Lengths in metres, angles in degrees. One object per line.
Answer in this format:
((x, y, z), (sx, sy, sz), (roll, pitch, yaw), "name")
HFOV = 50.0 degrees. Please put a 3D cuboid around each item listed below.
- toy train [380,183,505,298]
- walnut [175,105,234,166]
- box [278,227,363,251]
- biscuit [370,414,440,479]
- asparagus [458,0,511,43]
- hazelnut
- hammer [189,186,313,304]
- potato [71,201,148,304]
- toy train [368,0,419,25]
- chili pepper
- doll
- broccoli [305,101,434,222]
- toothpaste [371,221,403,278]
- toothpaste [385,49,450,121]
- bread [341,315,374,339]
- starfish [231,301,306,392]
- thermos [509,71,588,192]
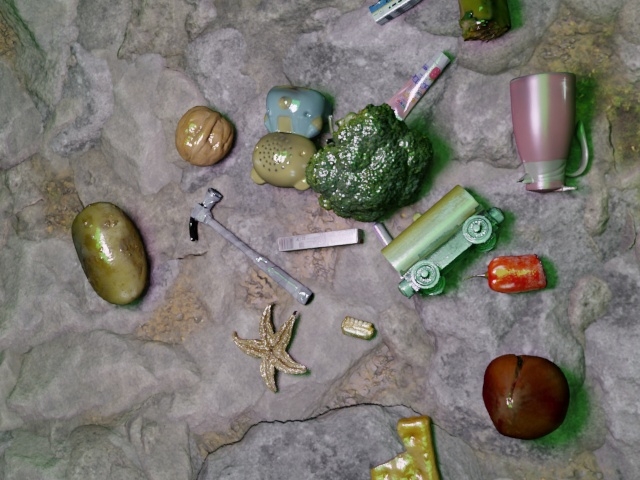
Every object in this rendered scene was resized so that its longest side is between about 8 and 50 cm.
((0.286, -0.001, 1.635), (0.307, 0.126, 0.189), (-41, 76, 6), "toy train")
((-0.319, -0.281, 1.872), (0.167, 0.149, 0.166), (1, 85, -15), "walnut")
((0.000, 0.000, 1.781), (0.218, 0.055, 0.039), (-6, 85, 18), "box")
((0.201, 0.523, 1.680), (0.174, 0.039, 0.183), (-7, 83, 20), "biscuit")
((0.384, -0.668, 1.671), (0.128, 0.108, 0.381), (-3, 81, -13), "asparagus")
((0.447, 0.345, 1.521), (0.208, 0.208, 0.208), (-2, 85, 19), "hazelnut")
((-0.185, 0.027, 1.850), (0.427, 0.044, 0.152), (35, 98, 18), "hammer")
((-0.582, 0.032, 1.909), (0.210, 0.173, 0.307), (-30, 82, 51), "potato")
((0.234, -0.629, 1.732), (0.234, 0.052, 0.051), (-26, 81, 26), "toy train")
((0.428, 0.082, 1.613), (0.192, 0.084, 0.086), (-8, 67, 14), "chili pepper")
((-0.078, -0.260, 1.774), (0.177, 0.161, 0.260), (11, 87, 18), "doll")
((0.104, -0.200, 1.670), (0.321, 0.304, 0.283), (-29, 47, 12), "broccoli")
((0.177, 0.016, 1.733), (0.045, 0.028, 0.170), (-34, 78, 6), "toothpaste")
((0.246, -0.394, 1.738), (0.067, 0.043, 0.194), (46, 106, 14), "toothpaste")
((0.095, 0.223, 1.742), (0.088, 0.033, 0.049), (10, 75, 15), "bread")
((-0.132, 0.279, 1.810), (0.241, 0.043, 0.227), (15, 89, 23), "starfish")
((0.529, -0.243, 1.584), (0.176, 0.146, 0.265), (-5, 92, -7), "thermos")
